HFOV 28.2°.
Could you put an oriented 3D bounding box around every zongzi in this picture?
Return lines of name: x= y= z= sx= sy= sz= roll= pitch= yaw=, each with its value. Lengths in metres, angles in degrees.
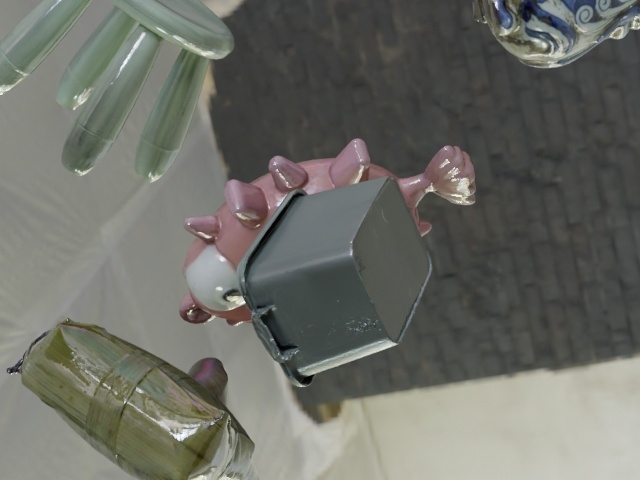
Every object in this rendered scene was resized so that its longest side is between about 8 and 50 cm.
zongzi: x=-0.150 y=0.148 z=1.113 sx=0.094 sy=0.205 sz=0.204 roll=-58 pitch=-19 yaw=-5

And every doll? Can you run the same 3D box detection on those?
doll: x=0.000 y=0.000 z=0.978 sx=0.211 sy=0.262 sz=0.093 roll=52 pitch=-160 yaw=-51

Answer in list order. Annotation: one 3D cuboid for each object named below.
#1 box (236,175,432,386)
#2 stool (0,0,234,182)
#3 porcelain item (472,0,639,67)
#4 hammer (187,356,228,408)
box: x=0.013 y=0.017 z=0.720 sx=0.084 sy=0.069 sz=0.122 roll=62 pitch=-152 yaw=-19
stool: x=-0.220 y=-0.189 z=1.369 sx=0.195 sy=0.198 sz=0.195 roll=40 pitch=-163 yaw=19
porcelain item: x=0.228 y=-0.312 z=1.232 sx=0.138 sy=0.186 sz=0.288 roll=-101 pitch=-5 yaw=-70
hammer: x=-0.115 y=0.330 z=1.343 sx=0.242 sy=0.095 sz=0.409 roll=-38 pitch=-50 yaw=-73
